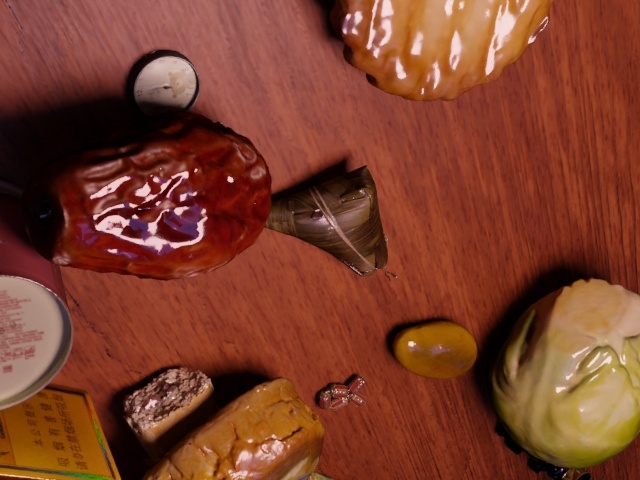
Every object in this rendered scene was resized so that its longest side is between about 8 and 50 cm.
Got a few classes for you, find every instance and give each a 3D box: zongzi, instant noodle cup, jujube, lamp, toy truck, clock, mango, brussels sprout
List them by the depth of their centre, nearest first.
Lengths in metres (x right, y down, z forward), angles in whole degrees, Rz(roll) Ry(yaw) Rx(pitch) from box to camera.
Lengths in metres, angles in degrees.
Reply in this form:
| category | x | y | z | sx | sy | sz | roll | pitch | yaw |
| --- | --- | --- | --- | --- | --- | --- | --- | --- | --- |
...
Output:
| category | x | y | z | sx | sy | sz | roll | pitch | yaw |
| --- | --- | --- | --- | --- | --- | --- | --- | --- | --- |
| instant noodle cup | -0.381 | 0.065 | 0.985 | 0.235 | 0.178 | 0.235 | -16 | 127 | -23 |
| jujube | -0.186 | -0.048 | 1.010 | 0.290 | 0.197 | 0.197 | -13 | 129 | -44 |
| clock | -0.180 | -0.179 | 1.043 | 0.085 | 0.017 | 0.085 | -15 | 128 | -21 |
| zongzi | 0.000 | 0.000 | 1.242 | 0.184 | 0.084 | 0.187 | -18 | 134 | -1 |
| lamp | 0.034 | 0.253 | 1.463 | 0.083 | 0.031 | 0.063 | -16 | 126 | -16 |
| mango | 0.183 | 0.177 | 1.467 | 0.161 | 0.076 | 0.103 | 13 | 118 | -33 |
| brussels sprout | 0.421 | 0.219 | 1.519 | 0.268 | 0.344 | 0.344 | 6 | 125 | 7 |
| toy truck | 0.456 | 0.402 | 1.757 | 0.127 | 0.127 | 0.257 | -49 | 134 | -12 |

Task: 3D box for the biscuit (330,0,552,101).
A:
| category | x | y | z | sx | sy | sz | roll | pitch | yaw |
| --- | --- | --- | --- | --- | --- | --- | --- | --- | --- |
| biscuit | 0.151 | -0.325 | 1.081 | 0.326 | 0.107 | 0.325 | -16 | 131 | -19 |

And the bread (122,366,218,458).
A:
| category | x | y | z | sx | sy | sz | roll | pitch | yaw |
| --- | --- | --- | --- | --- | --- | --- | --- | --- | --- |
| bread | -0.214 | 0.240 | 1.274 | 0.125 | 0.082 | 0.106 | -32 | 147 | -23 |

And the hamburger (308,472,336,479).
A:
| category | x | y | z | sx | sy | sz | roll | pitch | yaw |
| --- | --- | --- | --- | --- | --- | --- | --- | --- | --- |
| hamburger | -0.033 | 0.504 | 1.535 | 0.214 | 0.125 | 0.235 | 24 | 103 | -33 |

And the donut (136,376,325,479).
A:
| category | x | y | z | sx | sy | sz | roll | pitch | yaw |
| --- | --- | --- | --- | --- | --- | --- | --- | --- | --- |
| donut | -0.133 | 0.351 | 1.290 | 0.330 | 0.160 | 0.330 | -33 | 152 | -20 |

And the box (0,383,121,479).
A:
| category | x | y | z | sx | sy | sz | roll | pitch | yaw |
| --- | --- | --- | --- | --- | --- | --- | --- | --- | --- |
| box | -0.409 | 0.246 | 1.083 | 0.301 | 0.193 | 0.084 | 20 | 109 | -38 |
